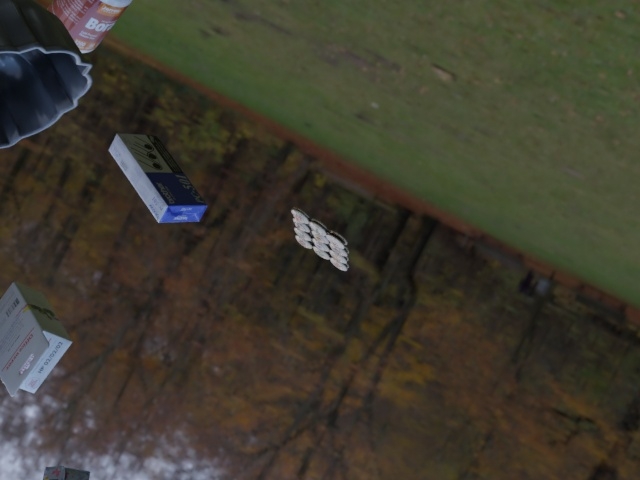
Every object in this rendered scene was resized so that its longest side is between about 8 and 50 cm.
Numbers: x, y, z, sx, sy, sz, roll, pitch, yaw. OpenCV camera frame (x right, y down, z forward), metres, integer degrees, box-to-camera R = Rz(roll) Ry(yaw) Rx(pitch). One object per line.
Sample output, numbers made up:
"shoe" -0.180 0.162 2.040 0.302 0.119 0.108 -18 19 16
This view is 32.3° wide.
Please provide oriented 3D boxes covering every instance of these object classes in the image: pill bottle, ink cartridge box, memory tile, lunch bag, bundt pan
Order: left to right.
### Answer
"bundt pan" -0.488 -0.229 1.513 0.124 0.331 0.331 65 -169 11
"ink cartridge box" -0.447 0.157 1.686 0.061 0.104 0.181 31 -170 -43
"lunch bag" -0.476 0.460 2.049 0.083 0.071 0.053 15 144 -16
"pill bottle" -0.435 -0.473 2.137 0.121 0.216 0.121 27 -139 -27
"ink cartridge box" -0.307 -0.119 2.083 0.097 0.046 0.207 -2 -135 -46
"memory tile" 0.000 0.000 1.844 0.113 0.012 0.148 33 163 14
